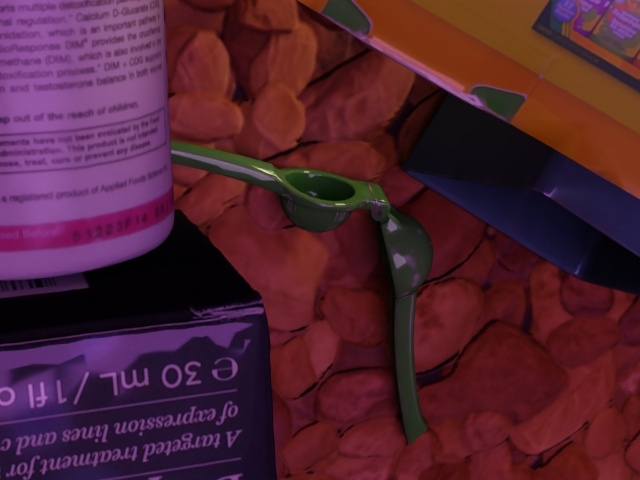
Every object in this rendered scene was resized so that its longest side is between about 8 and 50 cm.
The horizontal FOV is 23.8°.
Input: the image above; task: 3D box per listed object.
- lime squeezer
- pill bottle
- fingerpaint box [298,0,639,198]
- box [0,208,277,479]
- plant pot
[{"bbox_3d":[0.000,0.000,0.966,0.110,0.059,0.310,-33,119,26],"label":"lime squeezer"},{"bbox_3d":[-0.161,-0.134,0.797,0.160,0.160,0.283,-7,107,-19],"label":"pill bottle"},{"bbox_3d":[0.127,-0.242,0.626,0.445,0.163,0.371,28,108,-12],"label":"fingerpaint box"},{"bbox_3d":[-0.185,0.208,0.845,0.293,0.212,0.395,-7,107,-16],"label":"box"},{"bbox_3d":[0.203,-0.101,0.952,0.165,0.165,0.234,31,84,-25],"label":"plant pot"}]
